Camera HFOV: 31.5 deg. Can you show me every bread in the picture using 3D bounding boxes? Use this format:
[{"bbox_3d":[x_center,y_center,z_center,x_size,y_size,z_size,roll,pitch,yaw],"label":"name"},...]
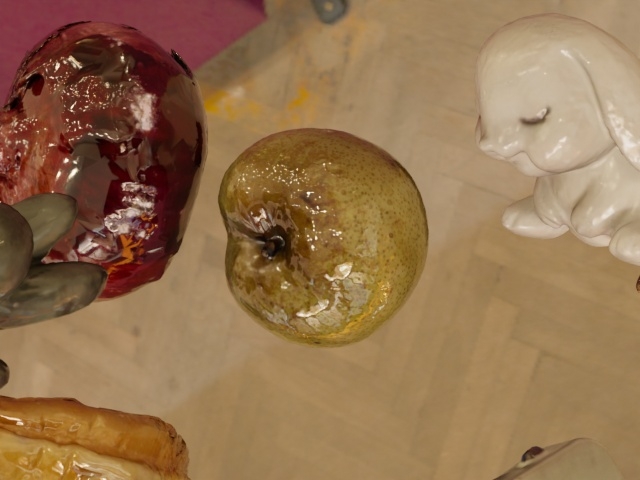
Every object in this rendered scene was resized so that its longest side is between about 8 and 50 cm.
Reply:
[{"bbox_3d":[-0.093,0.071,0.360,0.083,0.110,0.044,150,134,-65],"label":"bread"}]

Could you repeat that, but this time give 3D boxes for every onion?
[{"bbox_3d":[-0.211,-0.067,0.975,0.252,0.219,0.252,-1,89,54],"label":"onion"}]

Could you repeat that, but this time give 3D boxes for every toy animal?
[{"bbox_3d":[0.265,-0.126,1.213,0.206,0.265,0.271,-48,27,-12],"label":"toy animal"}]

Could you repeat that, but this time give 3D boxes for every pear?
[{"bbox_3d":[0.000,0.000,0.846,0.167,0.136,0.167,6,101,32],"label":"pear"}]

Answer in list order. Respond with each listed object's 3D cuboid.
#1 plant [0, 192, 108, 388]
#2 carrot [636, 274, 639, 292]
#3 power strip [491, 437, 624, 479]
[{"bbox_3d":[-0.244,0.059,0.646,0.149,0.274,0.146,-27,104,45],"label":"plant"},{"bbox_3d":[0.428,0.009,1.359,0.165,0.036,0.035,-41,59,-19],"label":"carrot"},{"bbox_3d":[0.083,0.147,0.303,0.035,0.081,0.192,-35,77,53],"label":"power strip"}]
